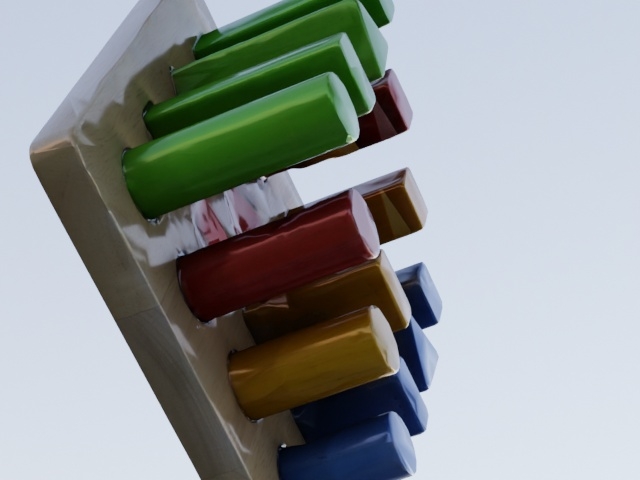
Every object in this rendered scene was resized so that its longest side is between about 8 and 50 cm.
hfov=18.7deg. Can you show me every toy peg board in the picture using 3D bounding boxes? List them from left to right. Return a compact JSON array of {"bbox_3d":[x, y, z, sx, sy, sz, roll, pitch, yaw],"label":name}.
[{"bbox_3d":[0.000,0.000,0.597,0.079,0.161,0.161,-21,-71,17],"label":"toy peg board"}]
